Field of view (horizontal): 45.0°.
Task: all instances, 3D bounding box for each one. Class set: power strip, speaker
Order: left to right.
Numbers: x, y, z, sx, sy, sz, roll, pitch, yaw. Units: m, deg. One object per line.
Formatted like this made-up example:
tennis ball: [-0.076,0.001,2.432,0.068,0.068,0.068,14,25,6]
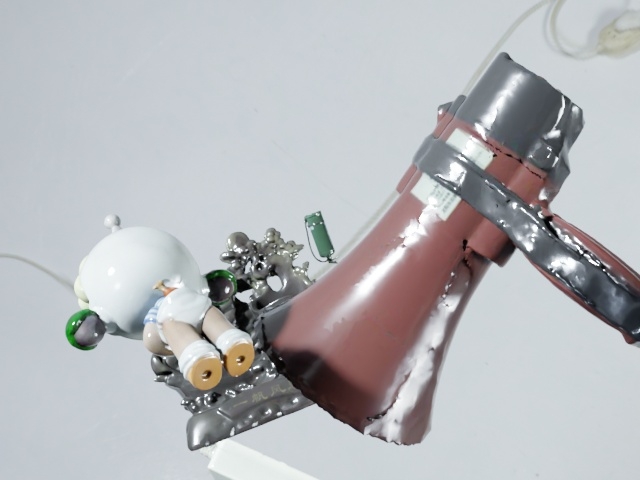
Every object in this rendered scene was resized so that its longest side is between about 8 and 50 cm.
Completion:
power strip: [-0.040,0.385,1.179,0.338,0.098,0.058,21,63,13]
speaker: [0.113,0.023,0.652,0.198,0.259,0.329,28,110,-25]

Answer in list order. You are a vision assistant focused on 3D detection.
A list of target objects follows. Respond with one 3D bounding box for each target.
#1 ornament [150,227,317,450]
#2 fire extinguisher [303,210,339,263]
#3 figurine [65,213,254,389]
ornament: [-0.105,0.115,1.011,0.251,0.106,0.260,-21,77,-13]
fire extinguisher: [0.000,0.000,1.132,0.038,0.025,0.083,-21,94,8]
figurine: [-0.127,0.055,0.615,0.147,0.094,0.197,-17,44,-33]
